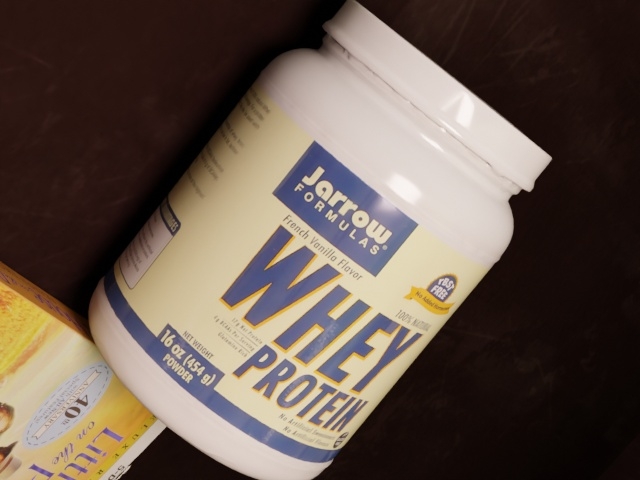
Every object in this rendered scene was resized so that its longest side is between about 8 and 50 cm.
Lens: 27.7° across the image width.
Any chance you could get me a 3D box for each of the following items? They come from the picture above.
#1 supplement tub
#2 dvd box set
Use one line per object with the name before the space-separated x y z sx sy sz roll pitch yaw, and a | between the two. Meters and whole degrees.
supplement tub | 0.000 0.000 1.013 0.325 0.235 0.235 -52 149 9
dvd box set | -0.311 0.155 0.987 0.307 0.062 0.420 -44 149 -2
